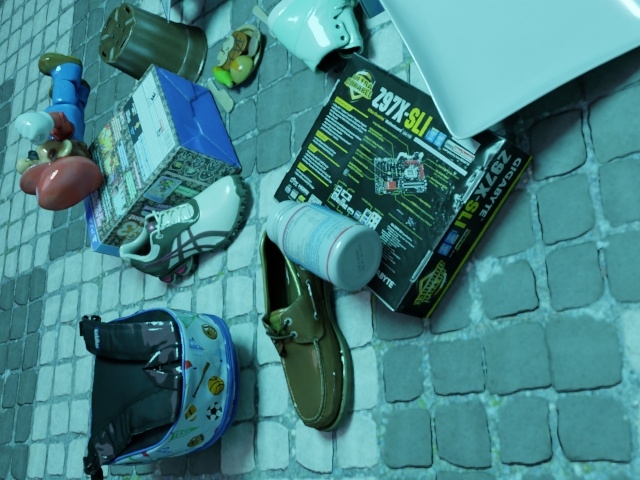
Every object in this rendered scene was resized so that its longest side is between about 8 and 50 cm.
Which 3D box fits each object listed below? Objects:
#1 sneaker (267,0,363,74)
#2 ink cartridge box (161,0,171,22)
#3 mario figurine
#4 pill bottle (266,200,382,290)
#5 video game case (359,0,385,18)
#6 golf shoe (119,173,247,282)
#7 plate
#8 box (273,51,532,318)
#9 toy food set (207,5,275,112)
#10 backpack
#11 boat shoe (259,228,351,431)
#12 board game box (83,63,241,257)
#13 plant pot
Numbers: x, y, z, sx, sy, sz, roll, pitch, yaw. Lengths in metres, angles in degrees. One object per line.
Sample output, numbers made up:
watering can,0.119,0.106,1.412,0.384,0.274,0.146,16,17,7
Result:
sneaker,0.053,-0.374,1.147,0.256,0.094,0.151,-42,72,12
ink cartridge box,-0.275,-0.616,1.448,0.303,0.072,0.307,-117,30,-58
mario figurine,-0.514,-0.197,1.362,0.170,0.198,0.320,-24,56,23
pill bottle,0.000,0.000,0.964,0.160,0.087,0.087,27,97,46
video game case,0.141,-0.474,1.033,0.269,0.061,0.244,-26,57,11
golf shoe,-0.240,-0.022,1.289,0.273,0.120,0.105,-42,50,25
plate,0.235,-0.291,0.895,0.278,0.045,0.277,-28,68,12
box,0.094,-0.085,1.013,0.322,0.079,0.257,42,106,43
toy food set,-0.158,-0.350,1.365,0.192,0.038,0.132,-55,47,17
backpack,-0.245,0.230,1.153,0.263,0.213,0.276,-24,67,46
boat shoe,-0.038,0.124,1.056,0.111,0.104,0.307,-30,58,34
board game box,-0.318,-0.138,1.383,0.291,0.141,0.232,-43,51,27
plant pot,-0.344,-0.389,1.471,0.167,0.165,0.167,-15,67,40
